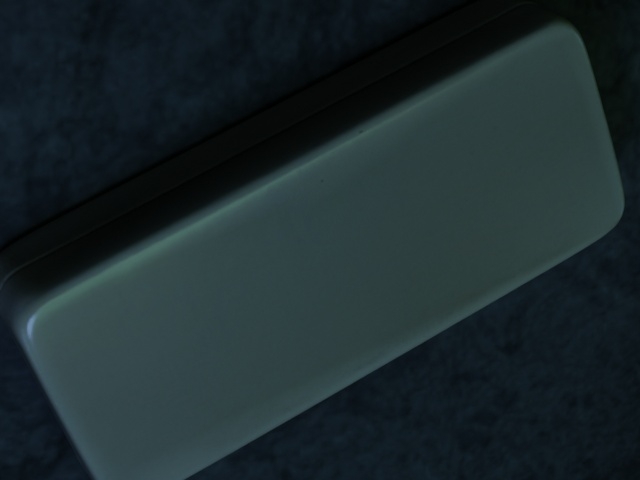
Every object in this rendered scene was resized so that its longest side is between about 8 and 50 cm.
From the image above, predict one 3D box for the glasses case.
[{"bbox_3d":[0.000,0.000,0.811,0.336,0.076,0.144,-28,120,-13],"label":"glasses case"}]
